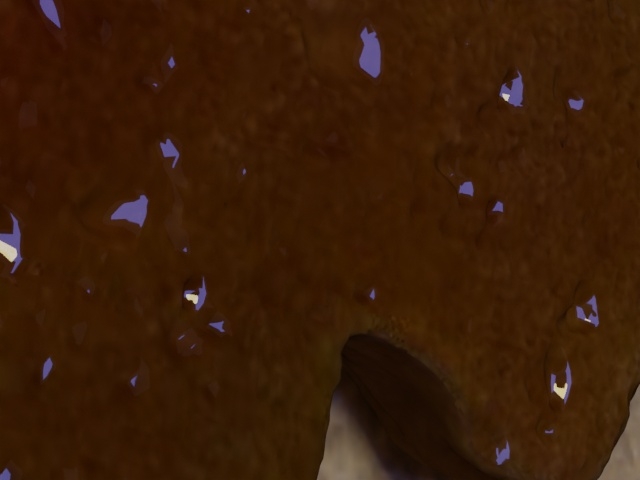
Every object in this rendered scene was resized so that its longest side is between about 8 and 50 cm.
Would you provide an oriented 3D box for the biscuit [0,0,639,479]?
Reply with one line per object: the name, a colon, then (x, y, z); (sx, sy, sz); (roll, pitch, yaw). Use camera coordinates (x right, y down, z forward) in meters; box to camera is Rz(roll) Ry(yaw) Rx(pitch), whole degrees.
biscuit: (-0.001, 0.000, 0.468); (0.277, 0.052, 0.262); (14, 75, -42)
